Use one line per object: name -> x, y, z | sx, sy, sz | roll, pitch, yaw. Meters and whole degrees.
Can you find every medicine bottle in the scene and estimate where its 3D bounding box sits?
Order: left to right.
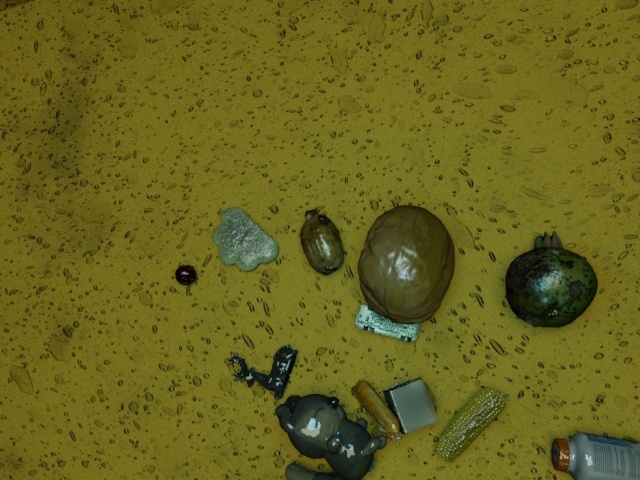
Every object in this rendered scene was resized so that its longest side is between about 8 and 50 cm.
medicine bottle -> 0.884, 0.691, 1.618 | 0.289, 0.157, 0.156 | 6, 80, 10

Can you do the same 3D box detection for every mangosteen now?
mangosteen -> -0.521, 0.133, 2.002 | 0.081, 0.081, 0.080 | -2, 78, 9

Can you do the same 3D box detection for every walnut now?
walnut -> 0.288, 0.077, 1.732 | 0.308, 0.354, 0.397 | 15, 66, 9

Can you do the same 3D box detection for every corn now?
corn -> 0.500, 0.602, 1.730 | 0.310, 0.101, 0.101 | -44, 76, 0

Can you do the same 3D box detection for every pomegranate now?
pomegranate -> 0.754, 0.114, 1.728 | 0.285, 0.284, 0.340 | 8, 47, 11

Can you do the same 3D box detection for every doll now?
doll -> -0.014, 0.698, 1.721 | 0.383, 0.252, 0.378 | 25, 83, 19

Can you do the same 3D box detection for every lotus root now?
lotus root -> 0.000, 0.000, 1.917 | 0.145, 0.128, 0.260 | -23, 74, 14

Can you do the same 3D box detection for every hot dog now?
hot dog -> 0.186, 0.571, 1.739 | 0.068, 0.100, 0.249 | -26, 36, -16

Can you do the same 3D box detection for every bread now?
bread -> -0.307, 0.010, 2.002 | 0.287, 0.056, 0.207 | 39, 85, 15

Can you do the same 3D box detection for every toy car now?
toy car -> 0.238, 0.295, 1.845 | 0.224, 0.076, 0.090 | 14, 80, 4

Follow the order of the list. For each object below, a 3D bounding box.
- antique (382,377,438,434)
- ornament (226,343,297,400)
antique -> 0.304, 0.548, 1.740 | 0.148, 0.146, 0.151 | -19, 76, -7
ornament -> -0.222, 0.446, 1.885 | 0.236, 0.080, 0.202 | 18, 86, 12
